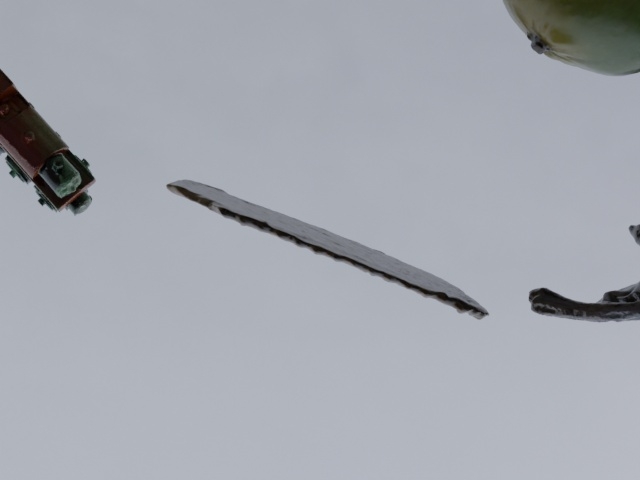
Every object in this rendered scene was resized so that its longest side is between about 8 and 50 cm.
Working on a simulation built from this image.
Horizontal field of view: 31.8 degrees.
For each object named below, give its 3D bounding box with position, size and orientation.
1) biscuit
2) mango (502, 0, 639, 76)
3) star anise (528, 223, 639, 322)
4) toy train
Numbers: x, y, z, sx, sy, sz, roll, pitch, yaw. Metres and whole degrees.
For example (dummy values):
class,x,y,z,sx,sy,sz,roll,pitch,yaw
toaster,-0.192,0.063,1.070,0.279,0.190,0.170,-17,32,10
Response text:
class,x,y,z,sx,sy,sz,roll,pitch,yaw
biscuit,0.000,0.000,0.817,0.232,0.013,0.237,22,-178,-4
mango,0.144,-0.169,0.533,0.122,0.085,0.191,8,-106,16
star anise,0.275,0.025,0.786,0.231,0.089,0.209,-36,-102,6
toy train,-0.314,-0.104,1.210,0.074,0.118,0.176,-41,-100,-11
